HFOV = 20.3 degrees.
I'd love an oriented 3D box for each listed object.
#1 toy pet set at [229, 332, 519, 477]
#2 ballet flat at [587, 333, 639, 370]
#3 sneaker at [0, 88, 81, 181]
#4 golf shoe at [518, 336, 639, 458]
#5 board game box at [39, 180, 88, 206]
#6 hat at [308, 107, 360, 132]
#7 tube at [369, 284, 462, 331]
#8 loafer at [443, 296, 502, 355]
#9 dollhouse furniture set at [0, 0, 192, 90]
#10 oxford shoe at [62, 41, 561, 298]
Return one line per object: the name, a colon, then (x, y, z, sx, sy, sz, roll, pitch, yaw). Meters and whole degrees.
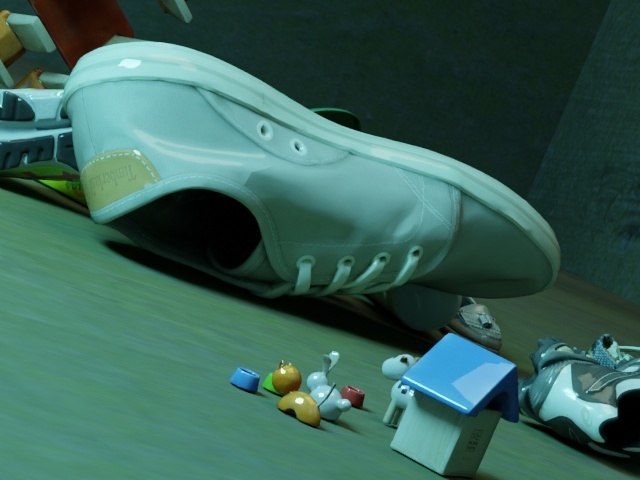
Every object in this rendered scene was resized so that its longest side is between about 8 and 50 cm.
toy pet set: (0.038, 0.070, 0.924, 0.114, 0.065, 0.122, 25, 5, 31)
ballet flat: (0.300, 0.132, 1.531, 0.188, 0.070, 0.070, 26, 6, 36)
sneaker: (-0.193, -0.080, 1.341, 0.208, 0.081, 0.094, 7, -2, -18)
golf shoe: (0.223, 0.124, 1.242, 0.198, 0.077, 0.094, 7, 20, -40)
board game box: (-0.149, -0.038, 1.428, 0.181, 0.043, 0.092, 26, 6, 34)
hat: (0.000, 0.000, 1.576, 0.173, 0.208, 0.184, -14, 68, -35)
tube: (0.066, 0.033, 1.594, 0.240, 0.062, 0.070, -155, -138, -79)
loafer: (0.131, 0.068, 1.594, 0.045, 0.039, 0.125, 22, 4, -19)
dollhouse furniture set: (-0.226, -0.199, 1.836, 0.135, 0.262, 0.259, 25, -29, 45)
oxford shoe: (0.000, -0.011, 1.319, 0.449, 0.130, 0.169, 20, -29, -38)
